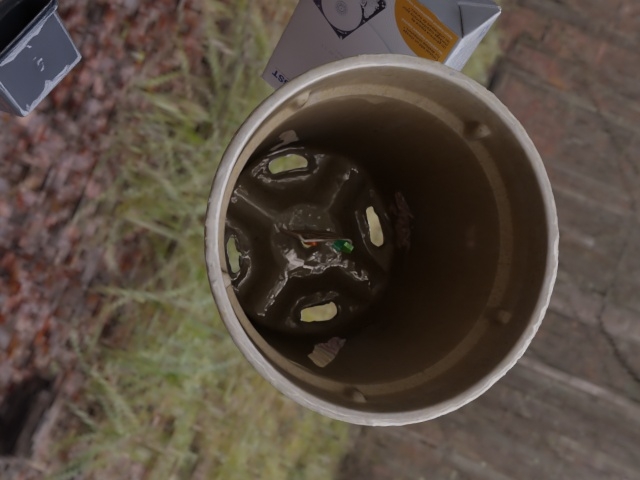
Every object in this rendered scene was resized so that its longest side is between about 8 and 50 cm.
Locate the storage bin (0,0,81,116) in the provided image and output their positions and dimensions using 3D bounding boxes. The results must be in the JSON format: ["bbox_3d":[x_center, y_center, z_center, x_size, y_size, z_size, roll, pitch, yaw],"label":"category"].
[{"bbox_3d":[-0.346,-0.211,1.416,0.135,0.098,0.091,-52,135,-23],"label":"storage bin"}]

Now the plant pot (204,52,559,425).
[{"bbox_3d":[0.020,0.001,1.249,0.334,0.333,0.305,-67,-166,-7],"label":"plant pot"}]

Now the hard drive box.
[{"bbox_3d":[0.061,-0.217,1.373,0.089,0.181,0.232,-40,168,-41],"label":"hard drive box"}]

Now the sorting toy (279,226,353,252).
[{"bbox_3d":[0.000,0.000,1.267,0.083,0.062,0.012,23,-73,63],"label":"sorting toy"}]
